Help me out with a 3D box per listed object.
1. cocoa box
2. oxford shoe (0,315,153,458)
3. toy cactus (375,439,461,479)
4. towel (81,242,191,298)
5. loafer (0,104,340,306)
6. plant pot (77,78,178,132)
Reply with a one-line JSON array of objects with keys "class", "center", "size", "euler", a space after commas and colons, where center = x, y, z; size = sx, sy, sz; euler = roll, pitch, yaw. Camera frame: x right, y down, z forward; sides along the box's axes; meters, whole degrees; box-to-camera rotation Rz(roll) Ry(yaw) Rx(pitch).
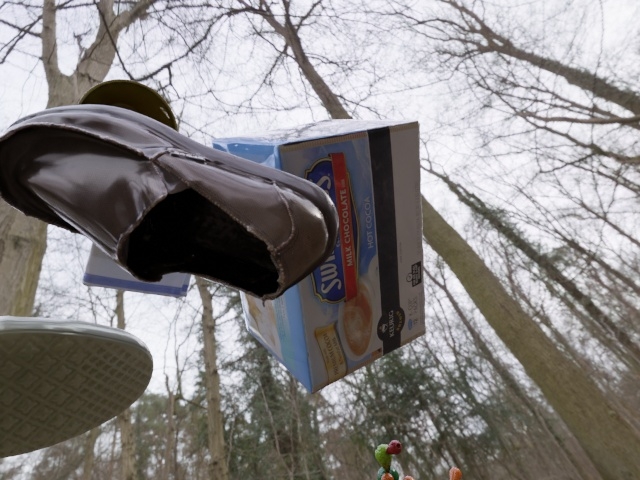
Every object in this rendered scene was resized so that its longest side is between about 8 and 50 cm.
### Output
[{"class": "cocoa box", "center": [0.000, 0.000, 0.633], "size": [0.228, 0.231, 0.347], "euler": [-18, -67, -30]}, {"class": "oxford shoe", "center": [-0.412, 0.149, 0.425], "size": [0.449, 0.130, 0.169], "euler": [3, -77, -40]}, {"class": "toy cactus", "center": [0.151, 0.437, 0.702], "size": [0.219, 0.112, 0.180], "euler": [42, -56, -11]}, {"class": "towel", "center": [-0.320, -0.033, 0.787], "size": [0.209, 0.034, 0.285], "euler": [18, -96, -49]}, {"class": "loafer", "center": [-0.165, -0.038, 0.387], "size": [0.366, 0.130, 0.134], "euler": [13, -61, 7]}, {"class": "plant pot", "center": [-0.295, -0.170, 0.610], "size": [0.134, 0.095, 0.134], "euler": [-12, -67, -29]}]
